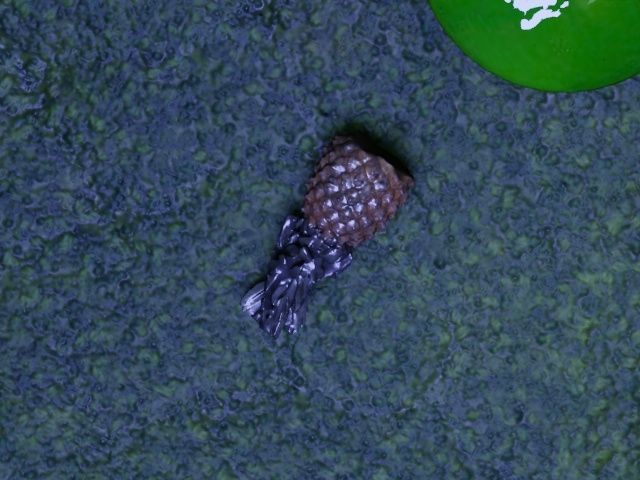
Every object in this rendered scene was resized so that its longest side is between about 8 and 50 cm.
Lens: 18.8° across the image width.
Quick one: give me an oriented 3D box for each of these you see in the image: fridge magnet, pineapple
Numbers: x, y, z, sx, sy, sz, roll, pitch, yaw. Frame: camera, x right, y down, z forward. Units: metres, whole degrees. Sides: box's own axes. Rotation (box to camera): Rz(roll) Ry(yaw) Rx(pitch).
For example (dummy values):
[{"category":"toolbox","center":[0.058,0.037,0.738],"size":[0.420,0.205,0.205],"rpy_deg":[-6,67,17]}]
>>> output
[{"category":"fridge magnet","center":[0.170,-0.206,1.337],"size":[0.208,0.088,0.208],"rpy_deg":[1,101,4]},{"category":"pineapple","center":[0.000,0.000,1.395],"size":[0.074,0.074,0.159],"rpy_deg":[35,103,-4]}]
